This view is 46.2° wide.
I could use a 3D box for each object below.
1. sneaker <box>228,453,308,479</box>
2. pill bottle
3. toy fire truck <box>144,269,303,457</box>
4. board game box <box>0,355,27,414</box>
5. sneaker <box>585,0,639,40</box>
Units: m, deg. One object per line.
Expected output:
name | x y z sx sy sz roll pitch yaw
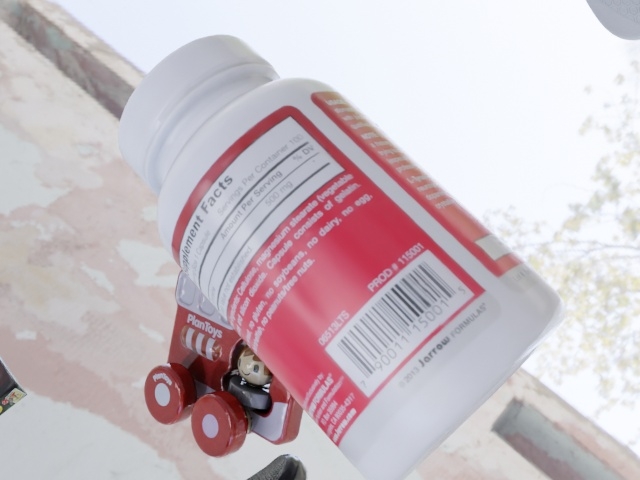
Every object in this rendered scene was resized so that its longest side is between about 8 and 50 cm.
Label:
sneaker | -0.122 0.290 0.799 0.227 0.087 0.130 -39 -81 -16
pill bottle | 0.000 0.000 0.696 0.408 0.229 0.229 46 -145 18
toy fire truck | -0.146 0.194 1.238 0.302 0.254 0.169 18 -167 38
board game box | -0.498 0.169 0.988 0.136 0.030 0.259 -40 -132 -17
sneaker | 0.229 -0.285 0.470 0.146 0.296 0.104 -26 -151 -20
